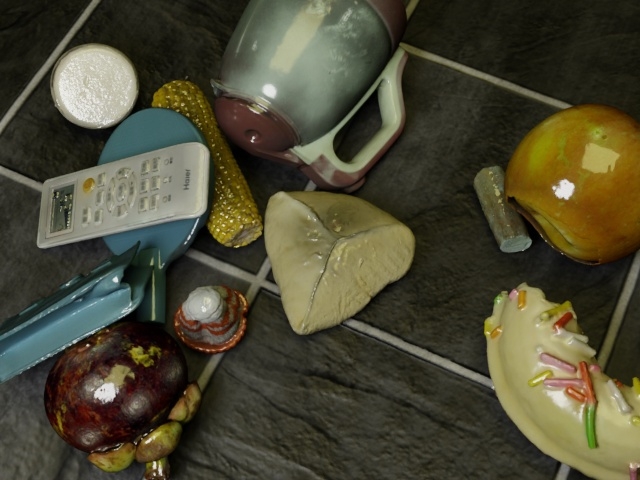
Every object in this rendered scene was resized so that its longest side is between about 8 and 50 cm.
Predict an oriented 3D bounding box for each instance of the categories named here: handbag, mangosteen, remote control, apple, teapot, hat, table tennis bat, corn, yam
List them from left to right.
[{"bbox_3d":[-0.338,0.089,1.318,0.229,0.179,0.062,-29,105,4],"label":"handbag"},{"bbox_3d":[-0.283,-0.058,1.408,0.313,0.055,0.109,-10,70,31],"label":"remote control"},{"bbox_3d":[-0.250,0.217,1.275,0.192,0.192,0.217,-31,98,-16],"label":"mangosteen"},{"bbox_3d":[-0.249,-0.038,1.433,0.215,0.044,0.329,-10,75,26],"label":"table tennis bat"},{"bbox_3d":[-0.184,-0.124,1.491,0.101,0.101,0.310,-20,66,-11],"label":"corn"},{"bbox_3d":[-0.152,0.096,1.337,0.112,0.162,0.093,-25,68,-9],"label":"hat"},{"bbox_3d":[-0.007,-0.243,1.508,0.315,0.233,0.312,36,71,-14],"label":"teapot"},{"bbox_3d":[0.275,-0.046,1.478,0.054,0.054,0.132,-13,64,-7],"label":"yam"},{"bbox_3d":[0.380,-0.076,1.399,0.207,0.237,0.237,-34,66,4],"label":"apple"}]

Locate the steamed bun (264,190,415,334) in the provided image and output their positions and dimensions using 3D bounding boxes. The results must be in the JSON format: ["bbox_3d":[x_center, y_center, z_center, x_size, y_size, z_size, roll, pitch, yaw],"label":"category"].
[{"bbox_3d":[0.030,0.003,1.419,0.212,0.110,0.231,-15,66,-9],"label":"steamed bun"}]

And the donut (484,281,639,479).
[{"bbox_3d":[0.421,0.169,1.308,0.371,0.150,0.307,-9,63,-6],"label":"donut"}]

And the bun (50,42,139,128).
[{"bbox_3d":[-0.357,-0.246,1.558,0.138,0.094,0.138,-1,99,-6],"label":"bun"}]
